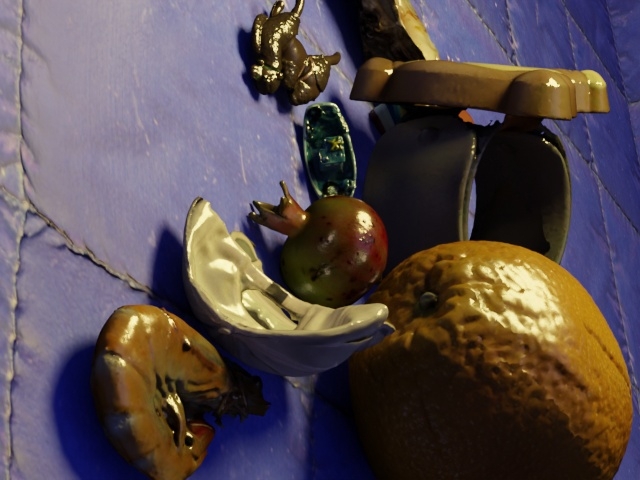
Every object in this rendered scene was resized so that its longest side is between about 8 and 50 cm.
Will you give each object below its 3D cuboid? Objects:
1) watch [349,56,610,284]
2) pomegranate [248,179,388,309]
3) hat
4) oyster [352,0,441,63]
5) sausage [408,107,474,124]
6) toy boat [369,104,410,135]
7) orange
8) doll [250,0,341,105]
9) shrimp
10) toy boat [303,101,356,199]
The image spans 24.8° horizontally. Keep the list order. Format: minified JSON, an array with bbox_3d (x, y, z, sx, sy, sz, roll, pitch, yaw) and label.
[{"bbox_3d":[0.215,-0.066,1.896,0.335,0.314,0.327,-6,102,-52],"label":"watch"},{"bbox_3d":[0.005,-0.004,1.594,0.159,0.129,0.129,60,24,-7],"label":"pomegranate"},{"bbox_3d":[-0.050,0.078,1.434,0.164,0.219,0.226,-51,162,-26],"label":"hat"},{"bbox_3d":[0.080,-0.347,2.049,0.361,0.096,0.221,63,19,-22],"label":"oyster"},{"bbox_3d":[0.177,-0.183,2.178,0.194,0.077,0.077,31,47,-60],"label":"sausage"},{"bbox_3d":[0.132,-0.140,2.077,0.229,0.045,0.080,39,40,-52],"label":"toy boat"},{"bbox_3d":[0.185,0.167,1.632,0.357,0.322,0.322,55,28,-44],"label":"orange"},{"bbox_3d":[-0.039,-0.218,1.731,0.139,0.057,0.165,60,34,-32],"label":"doll"},{"bbox_3d":[-0.114,0.148,1.279,0.287,0.063,0.152,35,44,-58],"label":"shrimp"},{"bbox_3d":[0.011,-0.099,1.746,0.061,0.060,0.137,117,-33,-80],"label":"toy boat"}]
